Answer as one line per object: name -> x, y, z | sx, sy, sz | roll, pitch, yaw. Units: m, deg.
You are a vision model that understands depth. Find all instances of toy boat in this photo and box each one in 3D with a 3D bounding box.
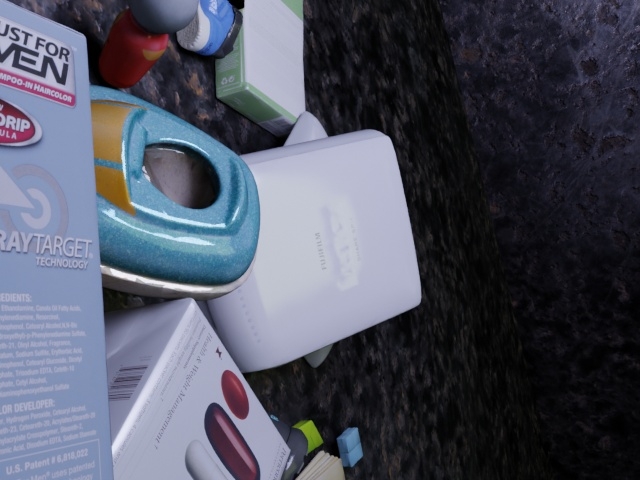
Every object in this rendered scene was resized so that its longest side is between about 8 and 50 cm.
toy boat -> -0.166, -0.108, 0.684 | 0.267, 0.148, 0.318 | 18, 51, -32

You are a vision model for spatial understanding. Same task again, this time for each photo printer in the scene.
photo printer -> -0.023, 0.009, 0.937 | 0.307, 0.107, 0.256 | -17, 99, -39

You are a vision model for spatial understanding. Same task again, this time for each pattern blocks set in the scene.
pattern blocks set -> -0.009, 0.388, 1.022 | 0.325, 0.026, 0.285 | 3, 79, -62

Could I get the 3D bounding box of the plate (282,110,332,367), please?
plate -> 0.000, 0.000, 1.103 | 0.277, 0.045, 0.278 | 58, 45, -39

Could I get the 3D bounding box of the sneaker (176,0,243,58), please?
sneaker -> -0.139, -0.306, 0.961 | 0.084, 0.058, 0.152 | 7, 79, -58

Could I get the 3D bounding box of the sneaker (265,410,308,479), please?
sneaker -> -0.113, 0.284, 0.800 | 0.106, 0.101, 0.267 | 43, 42, -8

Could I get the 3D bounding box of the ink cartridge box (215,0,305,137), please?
ink cartridge box -> -0.082, -0.286, 1.079 | 0.171, 0.056, 0.235 | 24, 60, -61

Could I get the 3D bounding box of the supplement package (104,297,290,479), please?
supplement package -> -0.154, 0.194, 0.649 | 0.203, 0.149, 0.194 | 63, 30, -30

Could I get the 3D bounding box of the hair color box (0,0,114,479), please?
hair color box -> -0.240, 0.055, 0.474 | 0.113, 0.185, 0.374 | 9, 73, -63
